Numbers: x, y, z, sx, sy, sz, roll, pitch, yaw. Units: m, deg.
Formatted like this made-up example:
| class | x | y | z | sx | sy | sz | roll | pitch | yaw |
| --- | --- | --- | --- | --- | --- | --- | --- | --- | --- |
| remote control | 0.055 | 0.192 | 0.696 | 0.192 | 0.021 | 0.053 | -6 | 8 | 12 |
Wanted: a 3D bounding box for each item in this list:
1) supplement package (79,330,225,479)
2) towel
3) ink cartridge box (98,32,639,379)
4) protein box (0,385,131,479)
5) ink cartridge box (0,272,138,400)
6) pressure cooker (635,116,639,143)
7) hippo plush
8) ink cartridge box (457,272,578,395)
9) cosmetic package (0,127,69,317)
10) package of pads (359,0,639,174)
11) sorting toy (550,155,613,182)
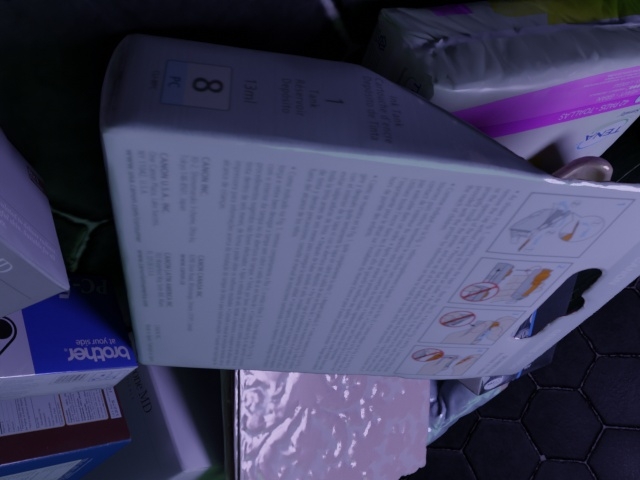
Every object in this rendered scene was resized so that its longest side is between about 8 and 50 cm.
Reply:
| class | x | y | z | sx | sy | sz | roll | pitch | yaw |
| --- | --- | --- | --- | --- | --- | --- | --- | --- | --- |
| supplement package | -0.257 | 0.262 | 0.711 | 0.293 | 0.177 | 0.175 | -33 | 155 | 12 |
| towel | 0.021 | 0.172 | 0.714 | 0.332 | 0.316 | 0.053 | -1 | -177 | -42 |
| ink cartridge box | 0.043 | 0.011 | 0.459 | 0.385 | 0.091 | 0.308 | 4 | 144 | -11 |
| protein box | -0.332 | 0.181 | 0.527 | 0.200 | 0.135 | 0.201 | -39 | 153 | 24 |
| ink cartridge box | -0.252 | 0.072 | 0.442 | 0.046 | 0.097 | 0.207 | -39 | 154 | 25 |
| pressure cooker | 0.647 | -0.089 | 0.656 | 0.370 | 0.420 | 0.375 | -12 | 150 | -30 |
| hippo plush | 0.150 | 0.221 | 0.984 | 0.294 | 0.236 | 0.234 | -36 | 160 | -2 |
| ink cartridge box | 0.282 | 0.045 | 0.780 | 0.166 | 0.065 | 0.332 | -12 | 119 | -30 |
| cosmetic package | -0.276 | 0.012 | 0.295 | 0.238 | 0.107 | 0.127 | -22 | 152 | -4 |
| package of pads | 0.154 | -0.098 | 0.517 | 0.297 | 0.101 | 0.229 | -15 | 153 | -24 |
| sorting toy | 0.187 | -0.002 | 0.572 | 0.208 | 0.038 | 0.193 | -30 | 163 | 18 |
